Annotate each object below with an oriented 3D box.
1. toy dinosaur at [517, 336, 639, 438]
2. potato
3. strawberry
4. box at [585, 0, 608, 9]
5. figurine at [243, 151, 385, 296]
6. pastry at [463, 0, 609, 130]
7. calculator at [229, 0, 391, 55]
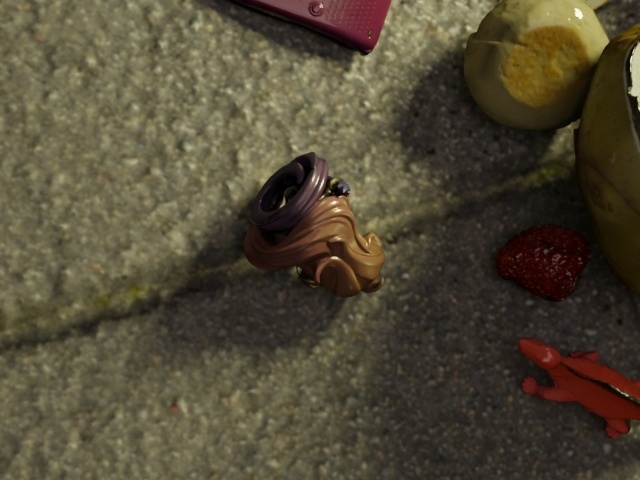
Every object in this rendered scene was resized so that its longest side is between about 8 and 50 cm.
[{"bbox_3d":[0.330,0.171,1.744,0.286,0.139,0.070,29,80,-13],"label":"toy dinosaur"},{"bbox_3d":[0.349,-0.061,1.730,0.300,0.196,0.246,45,50,-18],"label":"potato"},{"bbox_3d":[0.231,0.023,1.762,0.096,0.083,0.083,-4,87,-9],"label":"strawberry"},{"bbox_3d":[0.237,-0.354,1.811,0.129,0.033,0.247,-32,95,-15],"label":"box"},{"bbox_3d":[-0.003,0.001,1.676,0.126,0.114,0.157,-32,102,19],"label":"figurine"},{"bbox_3d":[0.228,-0.185,1.754,0.156,0.092,0.156,-2,113,-4],"label":"pastry"},{"bbox_3d":[-0.014,-0.279,1.735,0.191,0.034,0.126,20,82,-13],"label":"calculator"}]
